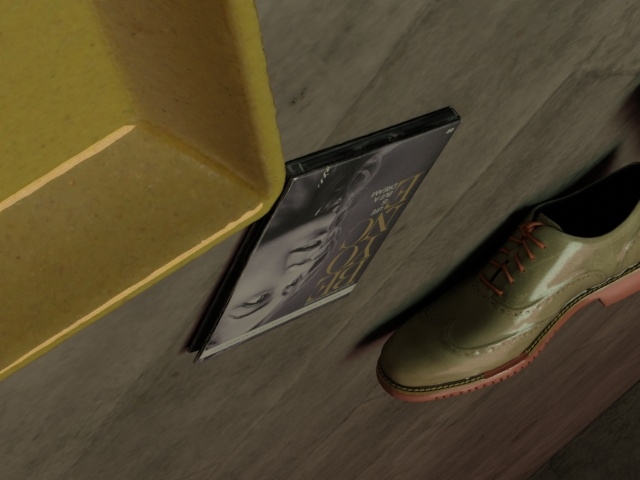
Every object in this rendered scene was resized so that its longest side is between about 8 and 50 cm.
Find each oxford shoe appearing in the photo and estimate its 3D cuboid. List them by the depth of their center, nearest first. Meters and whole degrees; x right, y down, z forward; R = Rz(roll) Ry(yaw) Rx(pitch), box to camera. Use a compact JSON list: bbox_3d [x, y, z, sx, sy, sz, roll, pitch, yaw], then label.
[{"bbox_3d":[0.196,0.032,1.248,0.348,0.123,0.130,-32,133,-13],"label":"oxford shoe"}]

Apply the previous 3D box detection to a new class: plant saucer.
[{"bbox_3d":[-0.181,-0.023,0.451,0.332,0.081,0.333,-33,160,-10],"label":"plant saucer"}]

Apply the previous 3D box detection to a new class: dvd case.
[{"bbox_3d":[0.000,0.000,0.921,0.164,0.018,0.221,-22,155,-38],"label":"dvd case"}]
